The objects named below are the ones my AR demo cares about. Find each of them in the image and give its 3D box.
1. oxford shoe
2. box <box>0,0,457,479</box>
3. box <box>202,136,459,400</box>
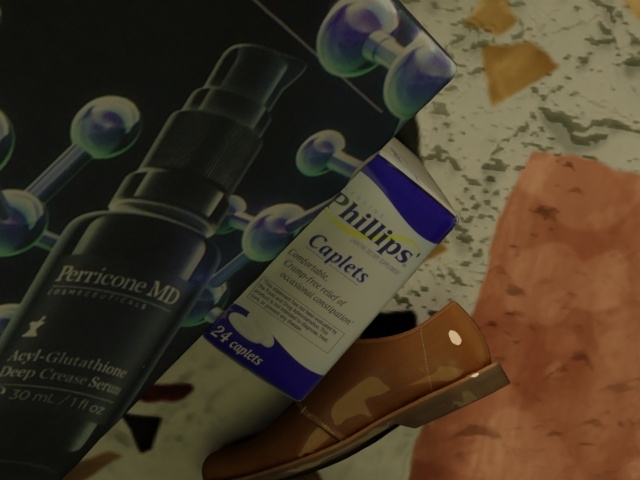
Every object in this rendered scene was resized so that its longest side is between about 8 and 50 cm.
[{"bbox_3d":[0.010,0.105,0.709,0.212,0.076,0.076,-26,81,5],"label":"oxford shoe"},{"bbox_3d":[-0.196,-0.056,0.487,0.395,0.212,0.293,-46,134,10],"label":"box"},{"bbox_3d":[0.000,0.000,0.627,0.072,0.126,0.137,36,102,-16],"label":"box"}]
